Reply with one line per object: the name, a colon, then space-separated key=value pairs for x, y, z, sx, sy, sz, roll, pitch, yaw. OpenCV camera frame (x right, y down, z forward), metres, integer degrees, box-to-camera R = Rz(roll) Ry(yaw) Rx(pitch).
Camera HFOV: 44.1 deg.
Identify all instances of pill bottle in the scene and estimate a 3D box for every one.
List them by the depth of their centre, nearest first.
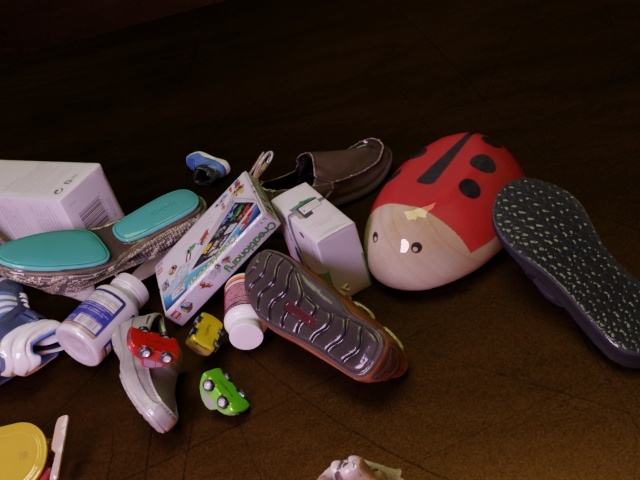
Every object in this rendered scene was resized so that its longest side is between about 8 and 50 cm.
pill bottle: x=-0.147 y=0.140 z=1.551 sx=0.086 sy=0.086 sz=0.152 roll=-15 pitch=34 yaw=5
pill bottle: x=-0.445 y=0.158 z=1.638 sx=0.112 sy=0.112 sz=0.187 roll=7 pitch=41 yaw=32

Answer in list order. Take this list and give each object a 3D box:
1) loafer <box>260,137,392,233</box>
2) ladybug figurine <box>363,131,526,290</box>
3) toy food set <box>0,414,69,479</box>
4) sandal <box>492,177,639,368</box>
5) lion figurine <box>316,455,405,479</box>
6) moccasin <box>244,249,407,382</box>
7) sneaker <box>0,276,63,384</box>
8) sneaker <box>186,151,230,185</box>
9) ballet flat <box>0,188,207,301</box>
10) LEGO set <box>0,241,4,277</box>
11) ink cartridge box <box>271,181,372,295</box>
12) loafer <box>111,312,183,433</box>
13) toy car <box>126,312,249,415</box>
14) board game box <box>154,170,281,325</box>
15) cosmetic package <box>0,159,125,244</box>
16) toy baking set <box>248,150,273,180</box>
loafer: x=0.012 y=-0.149 z=1.837 sx=0.366 sy=0.130 sz=0.134 roll=-33 pitch=38 yaw=-20
ladybug figurine: x=0.253 y=-0.084 z=1.611 sx=0.305 sy=0.162 sz=0.449 roll=10 pitch=43 yaw=35
toy food set: x=-0.530 y=0.395 z=1.401 sx=0.218 sy=0.071 sz=0.128 roll=-13 pitch=59 yaw=10
sandal: x=0.437 y=0.058 z=1.394 sx=0.167 sy=0.107 sz=0.446 roll=-17 pitch=48 yaw=-10
lion figurine: x=-0.030 y=0.466 z=1.038 sx=0.240 sy=0.142 sz=0.392 roll=5 pitch=54 yaw=18
moccasin: x=0.004 y=0.132 z=1.442 sx=0.380 sy=0.147 sz=0.139 roll=25 pitch=87 yaw=37
sneaker: x=-0.636 y=0.190 z=1.702 sx=0.236 sy=0.130 sz=0.323 roll=9 pitch=20 yaw=1
sneaker: x=-0.322 y=-0.190 z=2.107 sx=0.152 sy=0.058 sz=0.084 roll=19 pitch=40 yaw=32
ballet flat: x=-0.462 y=0.037 z=1.746 sx=0.483 sy=0.182 sz=0.164 roll=-22 pitch=45 yaw=-29
LEGO set: x=-0.855 y=0.110 z=1.870 sx=0.255 sy=0.192 sz=0.331 roll=-14 pitch=46 yaw=40
ink cartridge box: x=0.000 y=0.000 z=1.613 sx=0.092 sy=0.160 sz=0.219 roll=-28 pitch=35 yaw=-15
loafer: x=-0.312 y=0.232 z=1.477 sx=0.111 sy=0.112 sz=0.319 roll=-32 pitch=36 yaw=-5
toy car: x=-0.218 y=0.235 z=1.420 sx=0.225 sy=0.053 sz=0.239 roll=47 pitch=26 yaw=20
board game box: x=-0.225 y=0.013 z=1.673 sx=0.305 sy=0.053 sz=0.193 roll=-45 pitch=34 yaw=11
cosmetic package: x=-0.711 y=-0.064 z=1.963 sx=0.453 sy=0.230 sz=0.161 roll=5 pitch=40 yaw=29
toy baking set: x=-0.170 y=-0.117 z=1.869 sx=0.197 sy=0.030 sz=0.256 roll=-53 pitch=13 yaw=17
